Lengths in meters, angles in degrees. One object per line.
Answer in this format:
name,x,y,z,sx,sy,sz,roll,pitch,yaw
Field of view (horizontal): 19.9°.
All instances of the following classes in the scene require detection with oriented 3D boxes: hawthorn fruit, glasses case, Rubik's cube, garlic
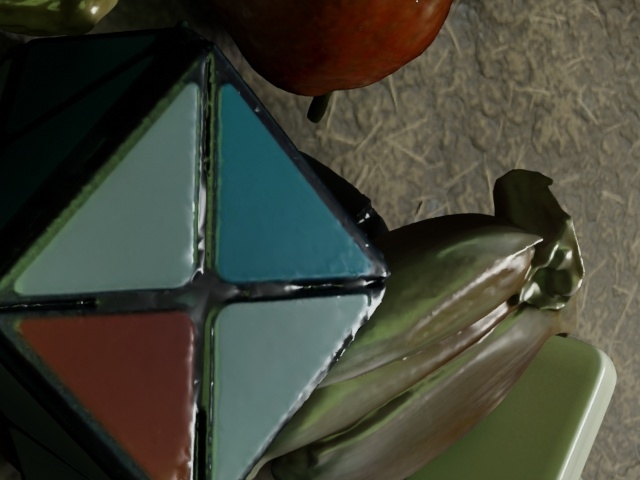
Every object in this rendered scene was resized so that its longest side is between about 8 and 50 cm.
hawthorn fruit,0.006,-0.212,1.370,0.224,0.224,0.261,-29,136,-32
glasses case,0.139,0.222,1.556,0.313,0.131,0.070,-66,157,-12
Rubik's cube,-0.148,0.024,1.241,0.246,0.248,0.250,-52,122,-22
garlic,0.063,0.089,1.432,0.325,0.132,0.279,-29,145,-11

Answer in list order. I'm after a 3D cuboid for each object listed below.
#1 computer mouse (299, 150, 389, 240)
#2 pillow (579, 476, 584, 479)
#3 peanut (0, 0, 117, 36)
computer mouse,0.000,0.000,1.470,0.192,0.062,0.105,37,75,-37
pillow,0.224,0.390,1.659,0.312,0.119,0.310,41,74,-34
peanut,-0.215,-0.241,1.216,0.233,0.110,0.197,46,57,4
